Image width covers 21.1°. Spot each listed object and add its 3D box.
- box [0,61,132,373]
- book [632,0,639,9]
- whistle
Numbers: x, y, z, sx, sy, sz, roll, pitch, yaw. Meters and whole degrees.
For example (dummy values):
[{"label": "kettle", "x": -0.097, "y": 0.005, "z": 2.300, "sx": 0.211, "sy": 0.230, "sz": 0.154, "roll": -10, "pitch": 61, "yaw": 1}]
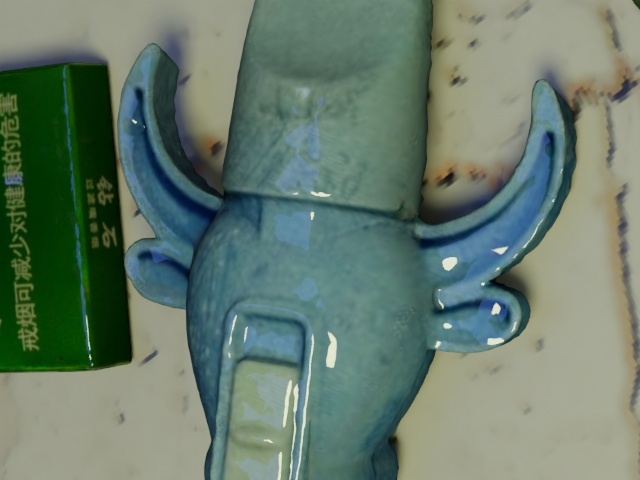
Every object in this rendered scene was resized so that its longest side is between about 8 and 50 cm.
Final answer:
[{"label": "box", "x": -0.193, "y": -0.004, "z": 0.777, "sx": 0.235, "sy": 0.034, "sz": 0.132, "roll": -5, "pitch": 92, "yaw": 29}, {"label": "book", "x": 0.191, "y": -0.258, "z": 0.493, "sx": 0.371, "sy": 0.043, "sz": 0.260, "roll": -27, "pitch": 106, "yaw": 29}, {"label": "whistle", "x": 0.000, "y": 0.000, "z": 0.647, "sx": 0.180, "sy": 0.093, "sz": 0.269, "roll": 9, "pitch": 92, "yaw": 22}]
